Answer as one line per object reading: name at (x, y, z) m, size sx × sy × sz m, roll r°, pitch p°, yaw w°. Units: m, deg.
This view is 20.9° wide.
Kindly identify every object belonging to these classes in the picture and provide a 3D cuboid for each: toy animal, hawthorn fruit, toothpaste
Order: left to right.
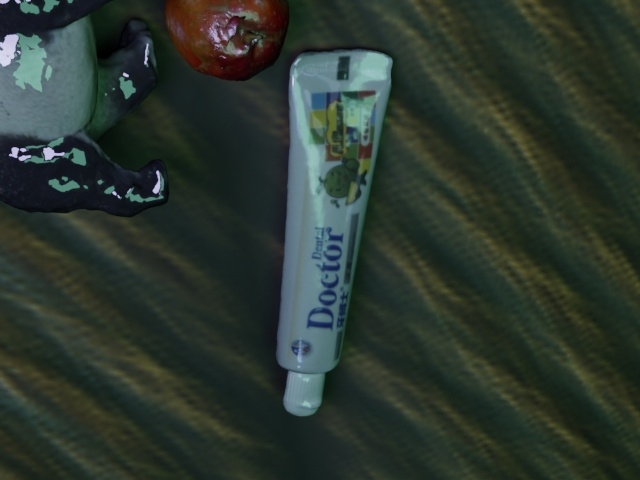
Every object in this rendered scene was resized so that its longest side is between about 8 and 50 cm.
toy animal at (-0.147, -0.121, 0.929) m, size 0.121 × 0.094 × 0.225 m, roll -6°, pitch 123°, yaw -9°
hawthorn fruit at (-0.051, -0.124, 0.974) m, size 0.077 × 0.077 × 0.077 m, roll -11°, pitch 123°, yaw -17°
toothpaste at (0.000, 0.000, 1.097) m, size 0.067 × 0.037 × 0.255 m, roll -3°, pitch 117°, yaw -21°
